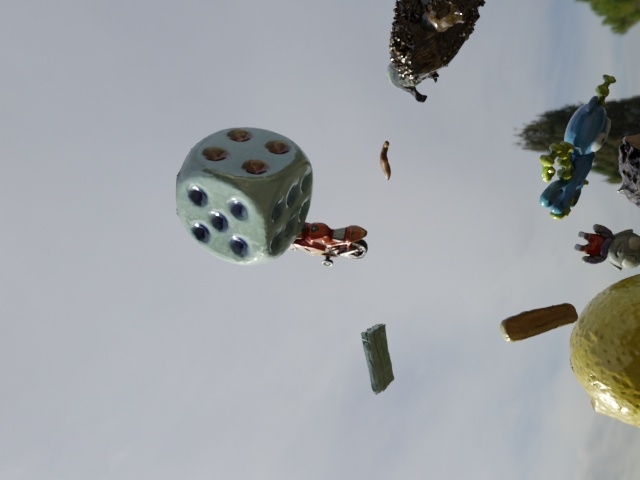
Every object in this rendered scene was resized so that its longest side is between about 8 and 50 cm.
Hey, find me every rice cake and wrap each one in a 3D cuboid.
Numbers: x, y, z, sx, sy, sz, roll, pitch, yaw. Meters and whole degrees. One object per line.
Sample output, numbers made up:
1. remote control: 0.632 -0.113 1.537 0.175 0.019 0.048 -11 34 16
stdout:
1. rice cake: 0.184 0.374 1.725 0.124 0.038 0.210 -17 -80 -55

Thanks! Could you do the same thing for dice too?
1. dice: -0.184 -0.116 1.390 0.268 0.263 0.264 -53 -24 -48

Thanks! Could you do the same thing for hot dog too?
1. hot dog: 0.651 0.244 1.627 0.286 0.061 0.087 -5 -111 -22

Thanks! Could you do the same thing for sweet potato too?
1. sweet potato: 0.244 -0.302 2.065 0.044 0.044 0.179 -53 -35 -37

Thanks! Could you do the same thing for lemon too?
1. lemon: 0.683 0.220 1.105 0.336 0.336 0.335 -10 -78 -55

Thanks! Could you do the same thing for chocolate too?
1. chocolate: 0.913 -0.174 1.488 0.206 0.224 0.176 -36 -37 -49

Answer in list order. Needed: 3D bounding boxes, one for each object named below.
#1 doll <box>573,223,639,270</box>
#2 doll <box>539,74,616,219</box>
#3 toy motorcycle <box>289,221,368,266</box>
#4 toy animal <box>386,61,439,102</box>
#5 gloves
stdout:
1. doll: 0.698 0.019 1.275 0.228 0.075 0.102 12 -77 -14
2. doll: 0.690 -0.222 1.435 0.346 0.099 0.341 -41 -44 -26
3. toy motorcycle: 0.000 0.000 1.699 0.171 0.298 0.089 81 -163 -53
4. toy animal: 0.250 -0.455 1.516 0.093 0.121 0.225 -60 15 21
5. gloves: 0.211 -0.429 0.948 0.210 0.135 0.312 -6 -72 -65
